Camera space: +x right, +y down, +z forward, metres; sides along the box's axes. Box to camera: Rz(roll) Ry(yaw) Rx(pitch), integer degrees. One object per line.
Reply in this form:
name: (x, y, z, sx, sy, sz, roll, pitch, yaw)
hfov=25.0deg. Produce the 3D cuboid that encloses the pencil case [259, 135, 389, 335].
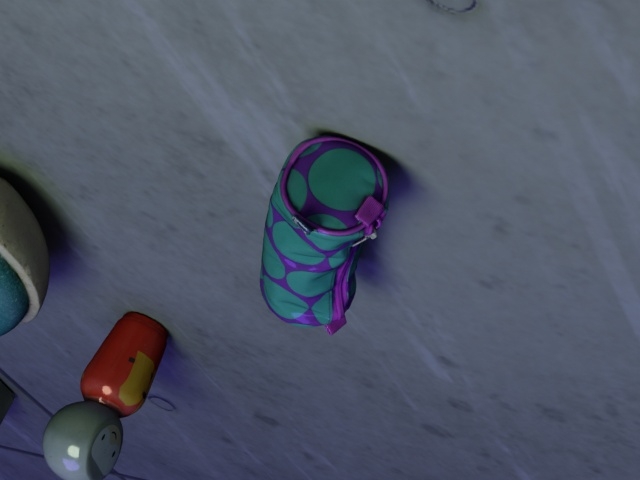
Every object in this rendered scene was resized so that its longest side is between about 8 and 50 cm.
pencil case: (0.000, 0.000, 0.883, 0.070, 0.064, 0.151, 47, 158, 15)

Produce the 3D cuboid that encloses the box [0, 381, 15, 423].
box: (-0.495, 0.094, 1.489, 0.243, 0.076, 0.307, 9, 150, 30)

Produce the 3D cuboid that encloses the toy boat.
toy boat: (-0.268, 0.060, 1.140, 0.318, 0.148, 0.267, 37, 152, -21)
